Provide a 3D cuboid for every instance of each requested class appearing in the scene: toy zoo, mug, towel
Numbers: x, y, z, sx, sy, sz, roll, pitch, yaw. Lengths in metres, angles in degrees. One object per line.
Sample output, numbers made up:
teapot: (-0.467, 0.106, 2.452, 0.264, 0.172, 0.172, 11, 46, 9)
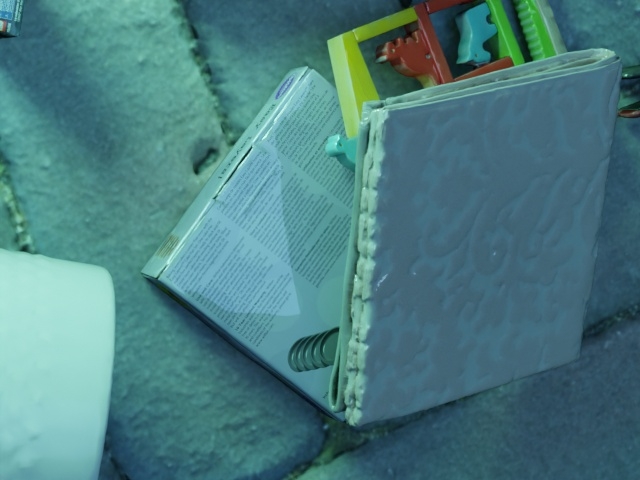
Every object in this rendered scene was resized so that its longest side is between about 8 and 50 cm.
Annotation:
toy zoo: (0.126, -0.139, 1.779, 0.293, 0.030, 0.192, -24, 95, -31)
mug: (-0.375, 0.171, 1.569, 0.328, 0.276, 0.374, 10, 122, -15)
towel: (0.151, -0.004, 1.748, 0.317, 0.053, 0.332, -14, 120, -36)

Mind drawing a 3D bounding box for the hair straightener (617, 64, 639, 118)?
hair straightener: (0.400, -0.197, 1.911, 0.230, 0.047, 0.089, -18, 101, -18)

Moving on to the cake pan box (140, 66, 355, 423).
cake pan box: (0.000, 0.000, 1.774, 0.246, 0.070, 0.267, 38, 82, -21)

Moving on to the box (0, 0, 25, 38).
box: (-0.282, -0.225, 1.614, 0.027, 0.137, 0.094, 9, 91, -21)
